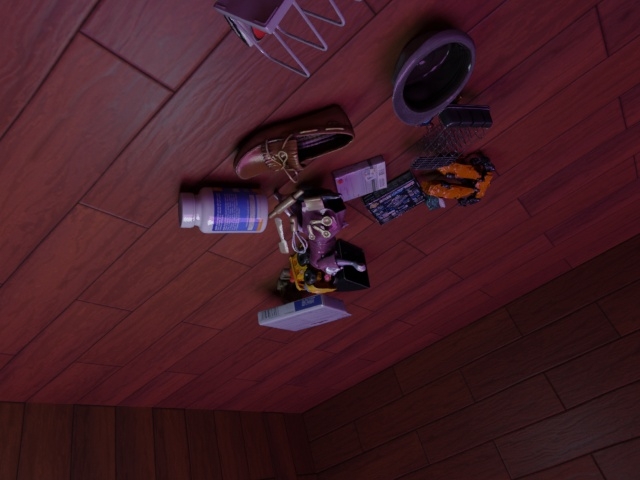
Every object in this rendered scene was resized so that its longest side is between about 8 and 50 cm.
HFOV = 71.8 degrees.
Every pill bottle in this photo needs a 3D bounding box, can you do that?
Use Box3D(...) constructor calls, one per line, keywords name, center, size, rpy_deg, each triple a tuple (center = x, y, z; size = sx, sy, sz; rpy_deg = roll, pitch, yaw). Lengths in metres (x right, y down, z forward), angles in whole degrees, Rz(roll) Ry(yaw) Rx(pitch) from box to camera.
Box3D(name="pill bottle", center=(-0.321, -0.099, 1.454), size=(0.271, 0.152, 0.152), rpy_deg=(0, 142, -25))

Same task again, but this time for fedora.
Box3D(name="fedora", center=(0.294, -0.477, 1.245), size=(0.243, 0.124, 0.275), rpy_deg=(20, 122, -46))

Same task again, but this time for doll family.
Box3D(name="doll family", center=(0.379, -0.430, 1.405), size=(0.192, 0.076, 0.111), rpy_deg=(-25, 150, 18))

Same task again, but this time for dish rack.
Box3D(name="dish rack", center=(0.420, -0.332, 1.468), size=(0.208, 0.074, 0.271), rpy_deg=(-6, 156, -26))

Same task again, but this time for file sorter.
Box3D(name="file sorter", center=(-0.036, -0.514, 0.901), size=(0.278, 0.193, 0.173), rpy_deg=(-54, 145, 4))

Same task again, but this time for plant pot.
Box3D(name="plant pot", center=(0.088, 0.134, 1.962), size=(0.167, 0.188, 0.188), rpy_deg=(-27, 147, 32))

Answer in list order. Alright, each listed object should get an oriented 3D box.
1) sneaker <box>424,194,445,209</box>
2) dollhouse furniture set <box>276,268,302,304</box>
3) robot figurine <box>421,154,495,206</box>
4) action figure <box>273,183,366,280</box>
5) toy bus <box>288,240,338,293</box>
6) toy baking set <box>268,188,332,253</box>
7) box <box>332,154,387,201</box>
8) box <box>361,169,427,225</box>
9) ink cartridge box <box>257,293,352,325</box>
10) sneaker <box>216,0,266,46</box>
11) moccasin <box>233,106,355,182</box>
Box3D(name="sneaker", center=(0.459, -0.171, 1.810), size=(0.076, 0.065, 0.166), rpy_deg=(-24, 144, 16))
Box3D(name="dollhouse furniture set", center=(-0.122, 0.224, 2.023), size=(0.144, 0.123, 0.151), rpy_deg=(4, 140, -30))
Box3D(name="robot figurine", center=(0.541, -0.238, 1.708), size=(0.290, 0.085, 0.211), rpy_deg=(3, 121, -28))
Box3D(name="action figure", center=(0.000, 0.000, 1.584), size=(0.275, 0.248, 0.370), rpy_deg=(-10, 121, -11))
Box3D(name="toy bus", center=(-0.051, 0.143, 1.873), size=(0.149, 0.220, 0.211), rpy_deg=(9, 144, -40))
Box3D(name="toy baking set", center=(-0.077, -0.053, 1.476), size=(0.256, 0.030, 0.197), rpy_deg=(-31, 108, 27))
Box3D(name="box", center=(0.146, -0.221, 1.609), size=(0.186, 0.038, 0.145), rpy_deg=(-20, 146, 0))
Box3D(name="box", center=(0.295, -0.164, 1.747), size=(0.220, 0.051, 0.175), rpy_deg=(-30, 144, 16))
Box3D(name="ink cartridge box", center=(-0.063, 0.333, 2.016), size=(0.324, 0.072, 0.330), rpy_deg=(-20, 158, 20))
Box3D(name="sneaker", center=(-0.183, -0.563, 0.950), size=(0.118, 0.107, 0.279), rpy_deg=(-39, 148, -3))
Box3D(name="moccasin", center=(-0.081, -0.270, 1.334), size=(0.379, 0.147, 0.139), rpy_deg=(-17, 146, -2))
